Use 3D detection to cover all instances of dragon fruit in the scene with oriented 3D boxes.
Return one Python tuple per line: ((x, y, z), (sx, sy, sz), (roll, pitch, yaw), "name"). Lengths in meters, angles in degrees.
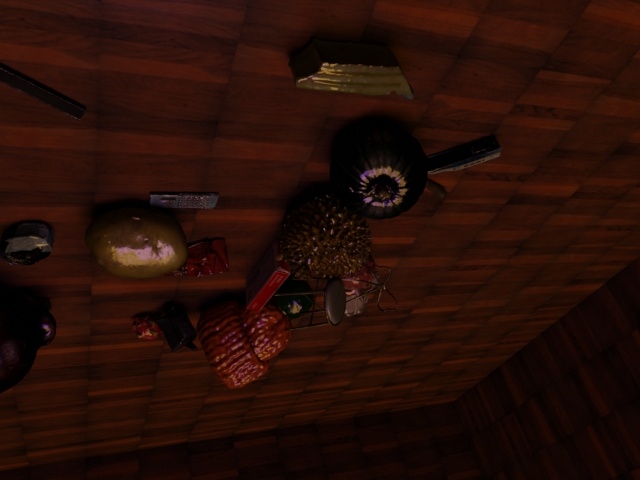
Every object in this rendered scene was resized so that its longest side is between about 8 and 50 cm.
((-0.555, 0.286, 1.825), (0.086, 0.081, 0.116), (-40, 141, 14), "dragon fruit")
((-0.362, 0.045, 1.591), (0.192, 0.122, 0.092), (-8, 107, -7), "dragon fruit")

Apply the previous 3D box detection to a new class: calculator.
((-0.346, -0.100, 1.412), (0.172, 0.018, 0.057), (0, 142, -22), "calculator")

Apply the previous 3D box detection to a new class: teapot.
((-0.450, 0.279, 1.787), (0.087, 0.177, 0.096), (-28, 179, -42), "teapot")

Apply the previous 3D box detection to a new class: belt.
((-0.718, 0.006, 1.361), (0.140, 0.058, 0.105), (-22, 141, 14), "belt")

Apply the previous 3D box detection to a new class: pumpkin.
((0.144, -0.162, 1.366), (0.250, 0.216, 0.249), (0, 123, 0), "pumpkin")

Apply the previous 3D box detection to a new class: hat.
((-0.193, 0.297, 1.870), (0.400, 0.285, 0.285), (-25, 148, -9), "hat")

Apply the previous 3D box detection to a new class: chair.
((0.047, 0.175, 1.660), (0.326, 0.159, 0.170), (-5, -163, 24), "chair")

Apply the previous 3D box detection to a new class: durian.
((0.010, -0.003, 1.531), (0.258, 0.258, 0.293), (-1, 159, -23), "durian")

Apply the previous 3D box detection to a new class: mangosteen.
((-0.865, 0.263, 1.460), (0.314, 0.297, 0.297), (0, 143, -18), "mangosteen")

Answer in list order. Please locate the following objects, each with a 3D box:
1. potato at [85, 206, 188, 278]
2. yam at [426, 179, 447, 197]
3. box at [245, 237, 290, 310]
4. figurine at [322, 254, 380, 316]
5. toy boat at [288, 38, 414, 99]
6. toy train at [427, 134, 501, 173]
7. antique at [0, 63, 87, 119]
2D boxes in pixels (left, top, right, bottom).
((-0.455, 0.005, 1.392), (0.228, 0.148, 0.197), (-17, 135, -14), "potato")
((0.326, -0.157, 1.619), (0.033, 0.027, 0.129), (8, 170, 43), "yam")
((-0.162, 0.107, 1.701), (0.050, 0.123, 0.229), (16, 136, -26), "box")
((0.108, 0.125, 1.810), (0.207, 0.166, 0.387), (-14, 148, -10), "figurine")
((0.076, -0.353, 1.146), (0.276, 0.111, 0.084), (1, 137, -24), "toy boat")
((0.373, -0.223, 1.526), (0.234, 0.052, 0.051), (-19, 151, 2), "toy train")
((-0.538, -0.284, 1.055), (0.031, 0.015, 0.192), (-36, 143, 24), "antique")
